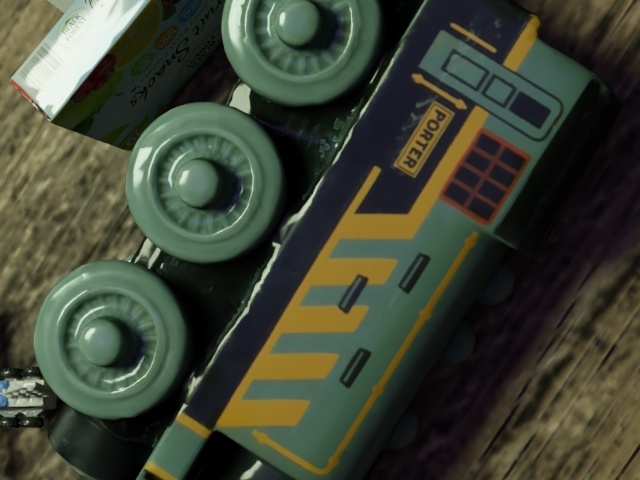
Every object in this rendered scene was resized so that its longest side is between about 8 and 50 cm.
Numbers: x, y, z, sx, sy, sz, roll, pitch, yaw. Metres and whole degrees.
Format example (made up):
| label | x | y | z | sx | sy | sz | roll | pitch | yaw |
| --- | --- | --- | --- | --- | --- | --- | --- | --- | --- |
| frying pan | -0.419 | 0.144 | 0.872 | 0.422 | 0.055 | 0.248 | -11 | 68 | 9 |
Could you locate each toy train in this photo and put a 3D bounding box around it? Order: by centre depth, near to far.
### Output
| label | x | y | z | sx | sy | sz | roll | pitch | yaw |
| --- | --- | --- | --- | --- | --- | --- | --- | --- | --- |
| toy train | 0.000 | 0.000 | 0.667 | 0.190 | 0.142 | 0.334 | 32 | 94 | 5 |

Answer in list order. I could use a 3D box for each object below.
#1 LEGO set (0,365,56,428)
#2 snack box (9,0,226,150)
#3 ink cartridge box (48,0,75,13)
| label | x | y | z | sx | sy | sz | roll | pitch | yaw |
| --- | --- | --- | --- | --- | --- | --- | --- | --- | --- |
| LEGO set | -0.260 | 0.090 | 0.748 | 0.182 | 0.060 | 0.244 | 41 | 88 | 20 |
| snack box | -0.088 | -0.118 | 0.709 | 0.037 | 0.100 | 0.141 | 43 | 97 | 14 |
| ink cartridge box | -0.143 | -0.195 | 0.719 | 0.104 | 0.181 | 0.061 | -47 | 41 | 7 |
